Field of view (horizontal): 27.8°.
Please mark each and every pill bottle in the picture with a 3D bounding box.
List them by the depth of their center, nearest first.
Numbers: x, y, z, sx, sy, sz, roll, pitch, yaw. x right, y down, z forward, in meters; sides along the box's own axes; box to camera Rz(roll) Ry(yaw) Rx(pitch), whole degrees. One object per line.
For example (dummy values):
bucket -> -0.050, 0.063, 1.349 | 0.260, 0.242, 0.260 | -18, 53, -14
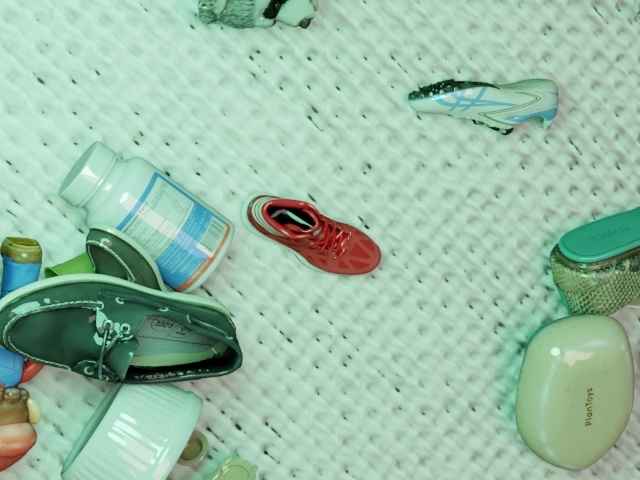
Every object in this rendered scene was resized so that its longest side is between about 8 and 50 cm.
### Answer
pill bottle -> -0.237, -0.035, 1.741 | 0.221, 0.124, 0.124 | 37, 83, -17

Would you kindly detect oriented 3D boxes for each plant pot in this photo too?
plant pot -> -0.318, 0.050, 1.751 | 0.079, 0.083, 0.083 | -36, 105, -26

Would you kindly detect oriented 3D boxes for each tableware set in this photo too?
tableware set -> -0.177, 0.340, 1.793 | 0.141, 0.169, 0.020 | -53, 146, -22

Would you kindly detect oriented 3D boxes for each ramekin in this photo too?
ramekin -> -0.257, 0.271, 1.723 | 0.109, 0.207, 0.207 | 33, 84, -10

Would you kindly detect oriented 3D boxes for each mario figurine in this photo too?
mario figurine -> -0.450, 0.153, 1.690 | 0.198, 0.170, 0.320 | 6, 97, -2

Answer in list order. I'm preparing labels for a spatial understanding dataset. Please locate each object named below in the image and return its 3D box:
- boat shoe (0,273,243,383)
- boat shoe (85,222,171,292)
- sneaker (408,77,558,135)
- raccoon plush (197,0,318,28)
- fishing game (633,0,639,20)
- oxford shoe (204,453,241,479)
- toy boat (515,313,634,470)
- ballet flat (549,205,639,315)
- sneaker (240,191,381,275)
boat shoe -> -0.247, 0.130, 1.639 | 0.340, 0.113, 0.127 | 12, 114, -37
boat shoe -> -0.254, 0.062, 1.712 | 0.068, 0.081, 0.228 | -61, 148, -24
sneaker -> 0.245, -0.197, 1.916 | 0.237, 0.085, 0.086 | -1, 103, -16
raccoon plush -> -0.113, -0.494, 1.756 | 0.299, 0.216, 0.446 | -33, 75, 0
fishing game -> 0.415, -0.458, 1.975 | 0.264, 0.041, 0.189 | 33, 83, -11
oxford shoe -> -0.016, 0.461, 1.857 | 0.397, 0.140, 0.146 | 40, 76, -19
toy boat -> 0.443, 0.220, 1.995 | 0.318, 0.148, 0.267 | -6, 116, -15
ballet flat -> 0.581, -0.009, 2.028 | 0.483, 0.164, 0.182 | -26, 124, -9
sneaker -> 0.000, 0.000, 1.823 | 0.221, 0.128, 0.087 | 19, 89, -18
